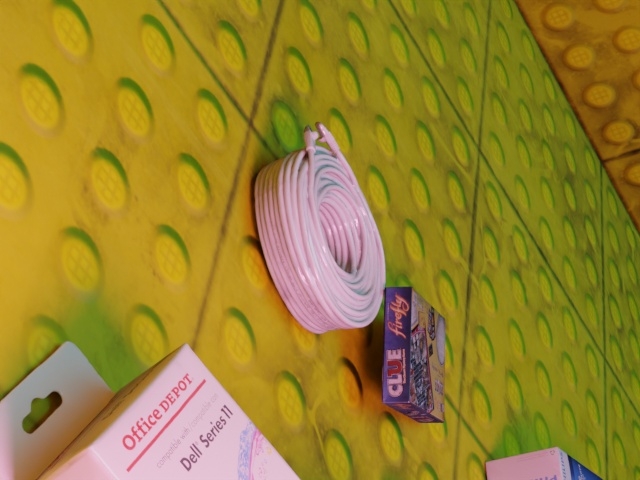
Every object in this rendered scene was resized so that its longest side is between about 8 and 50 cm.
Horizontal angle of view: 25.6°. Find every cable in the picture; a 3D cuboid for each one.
[{"bbox_3d":[0.000,0.000,1.925,0.257,0.089,0.257,57,30,-34],"label":"cable"}]

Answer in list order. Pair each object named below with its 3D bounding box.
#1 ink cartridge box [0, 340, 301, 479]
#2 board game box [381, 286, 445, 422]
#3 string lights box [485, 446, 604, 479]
[{"bbox_3d":[-0.140,0.244,1.334,0.353,0.119,0.207,50,32,-6],"label":"ink cartridge box"},{"bbox_3d":[0.139,0.172,2.058,0.243,0.042,0.165,42,48,-68],"label":"board game box"},{"bbox_3d":[0.396,0.432,2.401,0.259,0.133,0.077,38,43,-51],"label":"string lights box"}]
